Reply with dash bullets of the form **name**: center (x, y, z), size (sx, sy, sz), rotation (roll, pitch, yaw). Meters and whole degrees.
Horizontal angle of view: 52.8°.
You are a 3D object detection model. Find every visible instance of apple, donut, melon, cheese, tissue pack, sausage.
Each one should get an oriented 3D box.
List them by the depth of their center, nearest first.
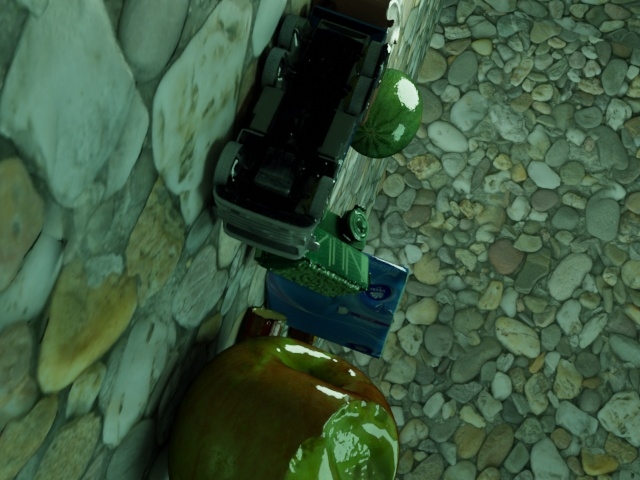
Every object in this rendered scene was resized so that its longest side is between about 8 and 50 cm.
- **apple**: center (-0.058, 0.313, 0.952), size (0.339, 0.339, 0.340), rotation (19, 90, -82)
- **cheese**: center (0.061, -0.321, 1.033), size (0.177, 0.128, 0.203), rotation (-62, 166, -48)
- **sausage**: center (-0.136, 0.255, 1.203), size (0.083, 0.083, 0.264), rotation (-13, 123, -81)
- **tissue pack**: center (0.031, 0.112, 1.324), size (0.198, 0.263, 0.146), rotation (97, 14, -56)
- **melon**: center (0.146, -0.298, 1.488), size (0.288, 0.182, 0.182), rotation (-64, 169, -48)
- **donut**: center (-0.033, 0.226, 1.847), size (0.184, 0.073, 0.166), rotation (-44, 152, -72)

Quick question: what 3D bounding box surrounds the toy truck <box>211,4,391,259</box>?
- **toy truck**: center (-0.015, -0.153, 0.848), size (0.175, 0.146, 0.367), rotation (103, 9, -63)

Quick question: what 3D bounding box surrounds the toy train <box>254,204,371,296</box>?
- **toy train**: center (0.000, 0.000, 1.116), size (0.269, 0.115, 0.155), rotation (30, 57, -53)
